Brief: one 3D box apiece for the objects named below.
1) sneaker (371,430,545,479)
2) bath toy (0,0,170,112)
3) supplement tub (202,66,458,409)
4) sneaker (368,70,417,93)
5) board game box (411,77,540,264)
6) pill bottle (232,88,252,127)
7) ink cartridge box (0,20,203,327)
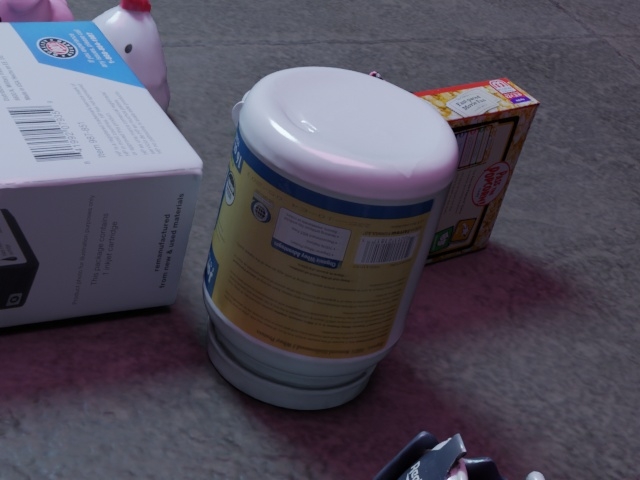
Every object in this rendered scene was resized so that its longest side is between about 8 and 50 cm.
[{"bbox_3d":[0.020,0.161,0.679,0.235,0.153,0.094,6,32,-14],"label":"sneaker"},{"bbox_3d":[-0.282,-0.206,1.133,0.348,0.129,0.151,27,34,16],"label":"bath toy"},{"bbox_3d":[0.000,0.000,0.870,0.144,0.199,0.144,11,32,-7],"label":"supplement tub"},{"bbox_3d":[0.057,-0.134,1.231,0.119,0.057,0.047,-13,40,-38],"label":"sneaker"},{"bbox_3d":[0.073,-0.044,1.019,0.193,0.146,0.045,-13,42,-38],"label":"board game box"},{"bbox_3d":[-0.044,-0.123,1.183,0.043,0.043,0.083,31,35,23],"label":"pill bottle"},{"bbox_3d":[-0.271,-0.047,0.895,0.307,0.129,0.223,-6,39,-30],"label":"ink cartridge box"}]
